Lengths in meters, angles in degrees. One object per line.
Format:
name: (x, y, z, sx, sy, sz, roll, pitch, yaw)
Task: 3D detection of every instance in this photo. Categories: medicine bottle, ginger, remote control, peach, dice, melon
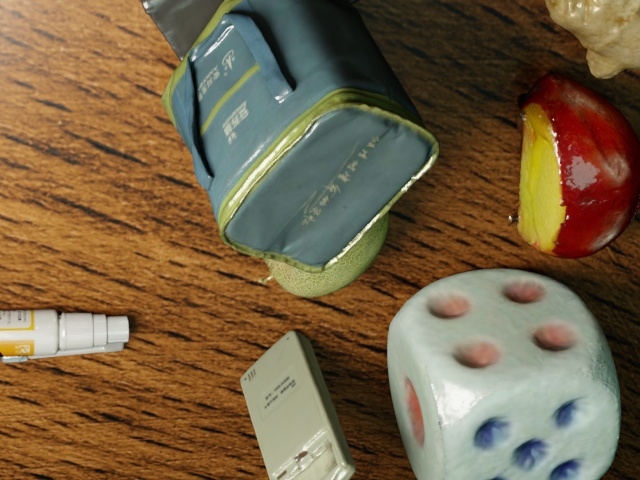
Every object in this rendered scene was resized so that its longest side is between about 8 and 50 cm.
medicine bottle: (-0.368, 0.130, 1.532, 0.221, 0.061, 0.092, -1, 146, -16)
ginger: (0.440, -0.288, 1.445, 0.354, 0.126, 0.189, 1, 116, -15)
remote control: (-0.033, 0.247, 1.559, 0.123, 0.285, 0.038, -45, 125, 13)
peach: (0.352, -0.100, 1.533, 0.154, 0.158, 0.267, -14, 123, -14)
dice: (0.252, 0.214, 1.632, 0.263, 0.268, 0.264, -11, 123, -10)
melon: (0.000, 0.000, 1.498, 0.192, 0.139, 0.139, -36, 124, 3)

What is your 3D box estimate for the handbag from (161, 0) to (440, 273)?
handbag: (-0.034, -0.134, 1.312, 0.222, 0.241, 0.263, 20, 122, -43)

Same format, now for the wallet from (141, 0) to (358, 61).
wallet: (-0.055, -0.299, 1.357, 0.285, 0.030, 0.146, -30, 122, 3)
